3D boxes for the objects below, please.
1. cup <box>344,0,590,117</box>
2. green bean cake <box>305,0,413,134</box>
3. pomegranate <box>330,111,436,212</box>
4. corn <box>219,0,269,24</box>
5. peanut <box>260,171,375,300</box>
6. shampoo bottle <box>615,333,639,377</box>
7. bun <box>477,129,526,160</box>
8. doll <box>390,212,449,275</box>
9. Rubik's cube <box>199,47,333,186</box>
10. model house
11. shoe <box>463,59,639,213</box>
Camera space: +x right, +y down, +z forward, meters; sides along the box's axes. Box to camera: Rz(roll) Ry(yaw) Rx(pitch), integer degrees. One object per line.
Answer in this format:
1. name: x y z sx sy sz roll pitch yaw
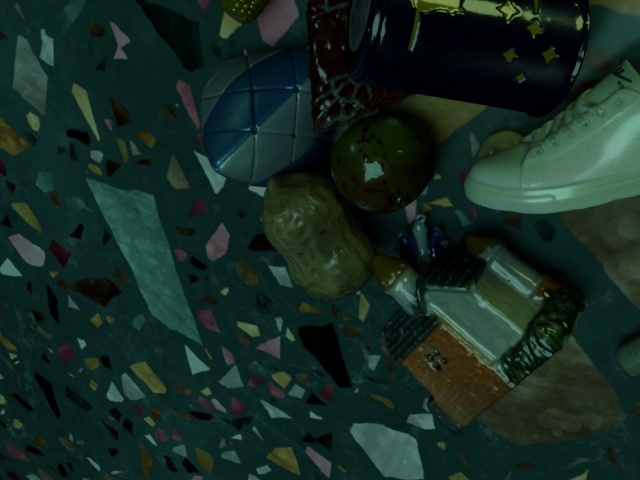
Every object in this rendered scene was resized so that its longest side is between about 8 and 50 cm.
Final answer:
1. cup: 0.169 -0.293 0.959 0.256 0.255 0.178 7 148 -12
2. green bean cake: 0.043 -0.285 1.047 0.198 0.097 0.232 -21 109 -10
3. pomegranate: 0.084 -0.136 1.153 0.159 0.159 0.205 -39 67 39
4. corn: -0.069 -0.422 1.088 0.097 0.097 0.261 42 131 0
5. peanut: 0.008 0.004 1.227 0.159 0.143 0.291 19 154 29
6. shampoo bottle: 0.529 0.136 1.127 0.056 0.056 0.195 43 131 -1
7. bun: 0.268 -0.116 1.115 0.086 0.055 0.086 13 126 20
8. doll: 0.165 0.038 1.263 0.096 0.070 0.195 -7 122 -2
9. Rubik's cube: -0.077 -0.230 1.193 0.254 0.254 0.254 14 124 21
10. model house: 0.215 0.105 1.202 0.301 0.190 0.271 41 129 4
11. shoe: 0.357 -0.141 0.983 0.363 0.132 0.160 -8 111 17
